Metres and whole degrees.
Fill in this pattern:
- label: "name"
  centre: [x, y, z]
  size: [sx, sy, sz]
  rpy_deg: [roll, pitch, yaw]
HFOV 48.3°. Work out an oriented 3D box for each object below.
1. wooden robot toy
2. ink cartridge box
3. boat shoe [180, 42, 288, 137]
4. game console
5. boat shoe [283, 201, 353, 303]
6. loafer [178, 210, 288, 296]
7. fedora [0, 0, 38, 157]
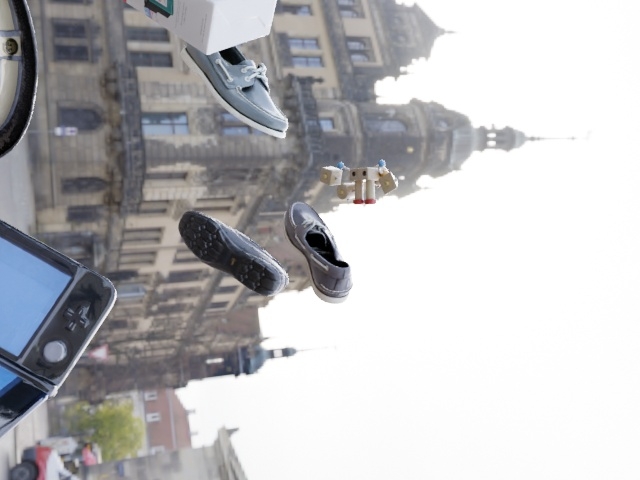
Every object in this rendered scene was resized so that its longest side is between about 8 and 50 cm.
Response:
- label: "wooden robot toy"
  centre: [0.085, -0.102, 1.250]
  size: [0.173, 0.079, 0.076]
  rpy_deg: [3, -80, 44]
- label: "ink cartridge box"
  centre: [-0.191, -0.362, 1.008]
  size: [0.231, 0.134, 0.078]
  rpy_deg: [36, -47, 20]
- label: "boat shoe"
  centre: [-0.163, -0.325, 1.424]
  size: [0.319, 0.116, 0.099]
  rpy_deg: [47, -67, 27]
- label: "game console"
  centre: [-0.442, 0.079, 0.872]
  size: [0.250, 0.293, 0.173]
  rpy_deg: [-61, -178, -19]
- label: "boat shoe"
  centre: [0.000, 0.000, 1.047]
  size: [0.206, 0.075, 0.065]
  rpy_deg: [-115, -149, -44]
- label: "loafer"
  centre: [-0.152, 0.023, 1.247]
  size: [0.223, 0.078, 0.076]
  rpy_deg: [34, -79, 15]
- label: "fedora"
  centre: [-0.520, -0.250, 0.916]
  size: [0.334, 0.152, 0.334]
  rpy_deg: [11, -67, 26]
